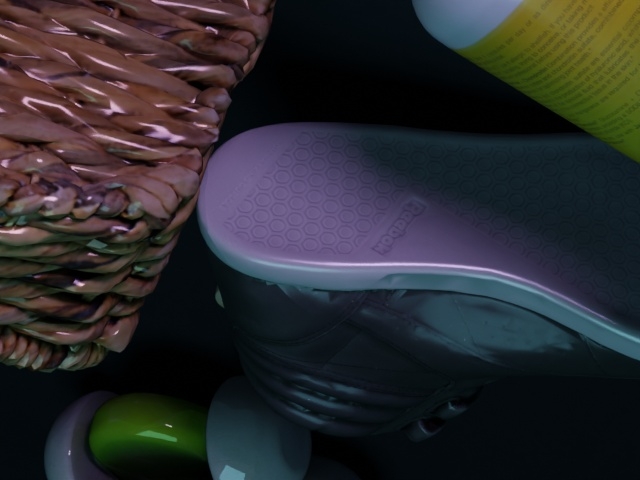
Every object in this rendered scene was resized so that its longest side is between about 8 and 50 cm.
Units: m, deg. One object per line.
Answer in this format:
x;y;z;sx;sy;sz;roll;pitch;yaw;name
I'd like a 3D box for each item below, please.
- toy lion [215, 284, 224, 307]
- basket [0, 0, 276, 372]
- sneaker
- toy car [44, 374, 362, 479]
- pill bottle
0.000;0.000;0.919;0.096;0.034;0.100;8;144;-1;toy lion
-0.195;-0.059;0.759;0.299;0.213;0.223;24;143;-10;basket
0.092;0.030;0.852;0.295;0.104;0.147;8;148;1;sneaker
-0.070;0.164;1.070;0.159;0.136;0.182;-7;138;30;toy car
0.098;-0.097;0.683;0.184;0.103;0.103;29;143;-17;pill bottle
